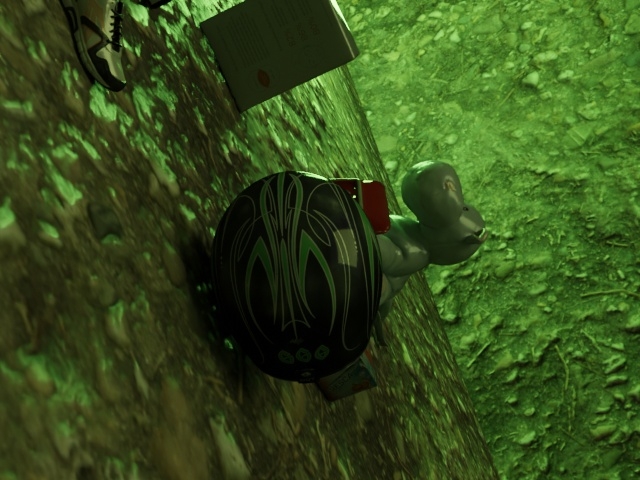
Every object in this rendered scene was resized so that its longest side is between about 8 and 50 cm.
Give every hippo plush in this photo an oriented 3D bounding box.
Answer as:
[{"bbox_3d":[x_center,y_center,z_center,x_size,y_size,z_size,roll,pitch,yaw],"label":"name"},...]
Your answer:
[{"bbox_3d":[0.144,0.007,1.446,0.234,0.236,0.294,-81,147,-70],"label":"hippo plush"}]

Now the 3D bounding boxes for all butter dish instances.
[{"bbox_3d":[0.000,0.000,1.084,0.160,0.160,0.118,-89,178,-65],"label":"butter dish"}]

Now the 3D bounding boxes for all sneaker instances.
[{"bbox_3d":[-0.181,-0.176,0.757,0.040,0.043,0.109,-7,76,-81],"label":"sneaker"}]

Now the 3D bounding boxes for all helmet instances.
[{"bbox_3d":[-0.021,0.024,0.815,0.169,0.169,0.162,-97,178,-55],"label":"helmet"}]

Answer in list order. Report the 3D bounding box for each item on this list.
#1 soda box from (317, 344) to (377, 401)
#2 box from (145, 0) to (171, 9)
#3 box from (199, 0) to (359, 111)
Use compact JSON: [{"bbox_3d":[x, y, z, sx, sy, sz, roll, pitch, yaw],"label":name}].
[{"bbox_3d":[0.019,0.103,1.111,0.183,0.063,0.058,-100,164,-49],"label":"soda box"},{"bbox_3d":[-0.224,-0.441,1.012,0.296,0.073,0.293,-97,162,-56],"label":"box"},{"bbox_3d":[-0.052,-0.269,1.224,0.091,0.170,0.130,-67,134,-73],"label":"box"}]
